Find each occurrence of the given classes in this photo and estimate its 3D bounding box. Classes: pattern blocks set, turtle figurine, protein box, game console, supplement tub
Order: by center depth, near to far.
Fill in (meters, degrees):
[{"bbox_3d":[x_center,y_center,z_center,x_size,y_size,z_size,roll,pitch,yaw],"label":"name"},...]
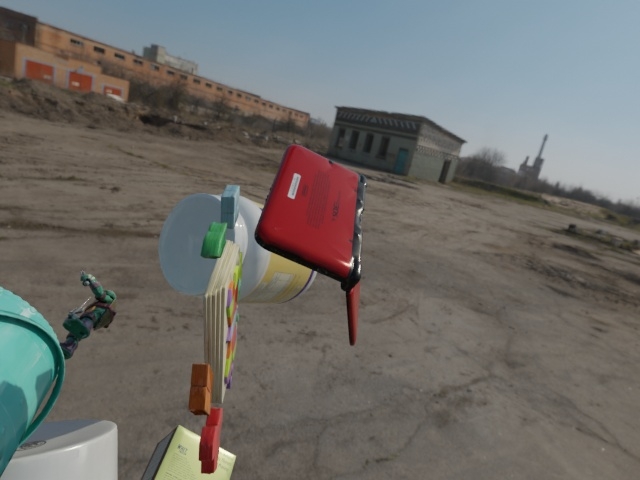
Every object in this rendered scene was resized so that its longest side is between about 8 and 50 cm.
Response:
[{"bbox_3d":[0.000,0.000,0.373,0.124,0.085,0.144,24,39,-12],"label":"game console"},{"bbox_3d":[-0.127,0.107,0.541,0.026,0.325,0.286,4,36,-5],"label":"pattern blocks set"},{"bbox_3d":[-0.173,0.028,0.950,0.240,0.241,0.331,21,2,28],"label":"supplement tub"},{"bbox_3d":[-0.548,0.165,0.974,0.118,0.175,0.234,20,20,-16],"label":"turtle figurine"},{"bbox_3d":[-0.369,0.657,1.103,0.199,0.136,0.201,37,30,-16],"label":"protein box"}]

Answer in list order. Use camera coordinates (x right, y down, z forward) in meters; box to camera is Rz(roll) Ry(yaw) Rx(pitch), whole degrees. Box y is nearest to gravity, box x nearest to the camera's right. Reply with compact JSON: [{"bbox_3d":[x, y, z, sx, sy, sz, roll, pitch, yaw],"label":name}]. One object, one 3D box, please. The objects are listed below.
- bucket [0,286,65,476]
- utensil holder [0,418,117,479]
[{"bbox_3d":[-0.483,0.188,0.501,0.280,0.282,0.183,12,27,-10],"label":"bucket"},{"bbox_3d":[-0.499,0.527,0.664,0.326,0.386,0.328,-3,-11,-1],"label":"utensil holder"}]
